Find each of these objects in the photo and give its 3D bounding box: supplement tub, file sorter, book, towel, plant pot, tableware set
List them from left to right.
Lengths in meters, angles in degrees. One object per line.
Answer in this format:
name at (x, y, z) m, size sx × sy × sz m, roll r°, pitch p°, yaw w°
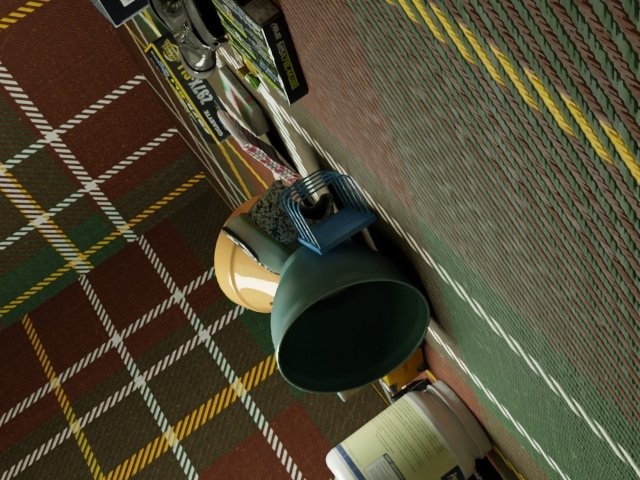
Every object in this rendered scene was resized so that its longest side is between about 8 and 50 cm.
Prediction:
tableware set at (-0.157, -0.350, 1.602) m, size 0.104 × 0.024 × 0.154 m, roll 51°, pitch 171°, yaw 23°
book at (-0.169, -0.307, 1.859) m, size 0.144 × 0.035 × 0.096 m, roll 52°, pitch 168°, yaw 27°
towel at (-0.138, -0.210, 1.876) m, size 0.197 × 0.029 × 0.144 m, roll 34°, pitch -167°, yaw -50°
plant pot at (-0.076, 0.049, 2.006) m, size 0.203 × 0.291 × 0.291 m, roll 21°, pitch 149°, yaw 48°
file sorter at (0.006, -0.059, 1.532) m, size 0.104 × 0.118 × 0.170 m, roll 60°, pitch 171°, yaw -14°
plant pot at (0.031, 0.117, 1.588) m, size 0.196 × 0.293 × 0.293 m, roll 63°, pitch 180°, yaw 45°
supplement tub at (0.202, 0.494, 1.939) m, size 0.235 × 0.325 × 0.235 m, roll 53°, pitch 172°, yaw 10°

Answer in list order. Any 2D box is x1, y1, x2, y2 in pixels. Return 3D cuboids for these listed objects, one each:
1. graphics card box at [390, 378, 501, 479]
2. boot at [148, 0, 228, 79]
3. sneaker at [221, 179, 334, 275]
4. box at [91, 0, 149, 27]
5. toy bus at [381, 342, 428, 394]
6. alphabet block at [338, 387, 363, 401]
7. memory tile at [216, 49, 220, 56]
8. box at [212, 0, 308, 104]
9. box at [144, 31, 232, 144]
graphics card box at (0.333, 0.532, 2.189) m, size 0.371 × 0.094 × 0.233 m, roll 55°, pitch 173°, yaw 7°
boot at (-0.237, -0.437, 1.551) m, size 0.263 × 0.091 × 0.229 m, roll 62°, pitch 163°, yaw 5°
sneaker at (0.000, 0.000, 1.729) m, size 0.410 × 0.182 × 0.158 m, roll 26°, pitch -167°, yaw -47°
box at (-0.453, -0.588, 1.906) m, size 0.207 × 0.153 × 0.108 m, roll 47°, pitch 170°, yaw 51°
toy bus at (0.157, 0.237, 1.915) m, size 0.130 × 0.108 × 0.333 m, roll 51°, pitch 172°, yaw 25°
alphabet block at (0.074, 0.286, 2.315) m, size 0.192 × 0.197 × 0.193 m, roll 49°, pitch 171°, yaw 32°
memory tile at (-0.252, -0.454, 1.777) m, size 0.113 × 0.012 × 0.148 m, roll 53°, pitch 172°, yaw 14°
box at (-0.103, -0.327, 1.307) m, size 0.191 × 0.045 × 0.184 m, roll 49°, pitch 173°, yaw 30°
box at (-0.364, -0.422, 2.373) m, size 0.322 × 0.079 × 0.257 m, roll 57°, pitch 170°, yaw -16°
